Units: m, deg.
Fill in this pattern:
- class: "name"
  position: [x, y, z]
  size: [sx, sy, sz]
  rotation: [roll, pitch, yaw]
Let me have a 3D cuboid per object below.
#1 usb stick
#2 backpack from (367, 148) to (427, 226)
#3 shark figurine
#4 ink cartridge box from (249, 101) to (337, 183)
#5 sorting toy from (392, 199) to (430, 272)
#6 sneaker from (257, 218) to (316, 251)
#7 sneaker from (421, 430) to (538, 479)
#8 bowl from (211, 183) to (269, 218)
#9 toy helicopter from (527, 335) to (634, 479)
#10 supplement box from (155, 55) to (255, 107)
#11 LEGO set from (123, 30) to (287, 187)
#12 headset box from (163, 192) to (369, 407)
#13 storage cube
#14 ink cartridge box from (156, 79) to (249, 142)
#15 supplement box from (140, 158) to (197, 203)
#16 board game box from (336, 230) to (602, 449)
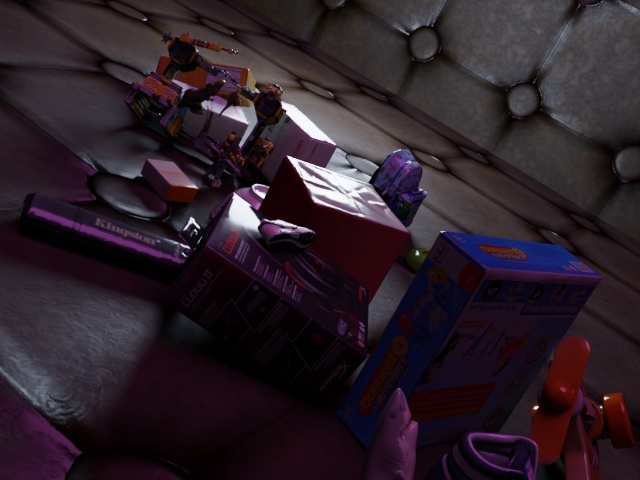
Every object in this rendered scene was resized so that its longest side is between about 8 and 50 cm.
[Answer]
- class: "usb stick"
  position: [-0.304, -0.002, 1.183]
  size: [0.278, 0.045, 0.077]
  rotation: [21, 21, -18]
- class: "backpack"
  position: [0.183, -0.124, 1.884]
  size: [0.117, 0.173, 0.158]
  rotation: [36, 22, 21]
- class: "shark figurine"
  position: [0.042, 0.311, 0.851]
  size: [0.116, 0.166, 0.278]
  rotation: [5, 37, 9]
- class: "ink cartridge box"
  position: [-0.073, -0.207, 1.802]
  size: [0.086, 0.148, 0.203]
  rotation: [11, 28, -42]
- class: "sorting toy"
  position: [0.283, 0.032, 1.713]
  size: [0.365, 0.126, 0.127]
  rotation: [39, 24, 26]
- class: "sneaker"
  position: [-0.047, -0.012, 1.142]
  size: [0.044, 0.040, 0.109]
  rotation: [47, 20, 29]
- class: "sneaker"
  position: [0.252, 0.335, 0.923]
  size: [0.282, 0.153, 0.099]
  rotation: [32, 22, 11]
- class: "bowl"
  position: [-0.111, -0.053, 1.492]
  size: [0.170, 0.080, 0.170]
  rotation: [23, 22, -10]
- class: "toy helicopter"
  position: [0.356, 0.296, 1.099]
  size: [0.355, 0.140, 0.235]
  rotation: [-74, 146, -52]
- class: "supplement box"
  position: [-0.280, -0.386, 1.941]
  size: [0.234, 0.080, 0.078]
  rotation: [13, -10, 11]
- class: "LEGO set"
  position: [-0.236, -0.285, 1.630]
  size: [0.331, 0.255, 0.192]
  rotation: [40, -6, 2]
- class: "headset box"
  position: [-0.077, 0.069, 1.137]
  size: [0.293, 0.110, 0.218]
  rotation: [36, 19, -9]
- class: "storage cube"
  position: [0.000, 0.000, 1.346]
  size: [0.215, 0.193, 0.183]
  rotation: [18, 23, -27]
- class: "ink cartridge box"
  position: [-0.277, -0.293, 1.845]
  size: [0.191, 0.082, 0.139]
  rotation: [19, 22, -27]
- class: "supplement box"
  position: [-0.280, -0.109, 1.475]
  size: [0.062, 0.036, 0.098]
  rotation: [4, 31, -46]
- class: "board game box"
  position: [0.213, 0.144, 1.116]
  size: [0.308, 0.302, 0.086]
  rotation: [6, 29, -45]
